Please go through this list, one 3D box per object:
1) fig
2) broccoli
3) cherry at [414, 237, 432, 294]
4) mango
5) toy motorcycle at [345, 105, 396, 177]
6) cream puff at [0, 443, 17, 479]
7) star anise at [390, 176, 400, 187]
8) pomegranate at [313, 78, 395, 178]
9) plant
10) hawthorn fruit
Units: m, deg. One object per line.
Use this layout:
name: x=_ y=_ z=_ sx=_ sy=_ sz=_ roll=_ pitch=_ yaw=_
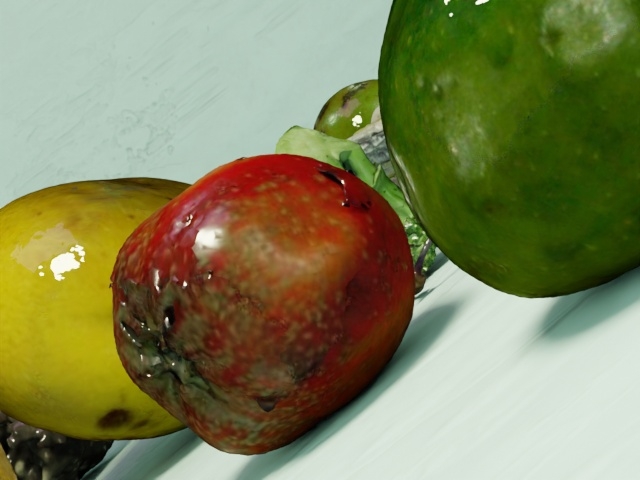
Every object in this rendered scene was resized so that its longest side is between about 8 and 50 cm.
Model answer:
fig: x=0.105 y=-0.101 z=0.789 sx=0.195 sy=0.245 sz=0.195 roll=-22 pitch=6 yaw=2
broccoli: x=0.000 y=0.000 z=1.307 sx=0.195 sy=0.195 sz=0.156 roll=-43 pitch=-36 yaw=-52
cherry: x=0.124 y=-0.053 z=1.234 sx=0.225 sy=0.090 sz=0.107 roll=-47 pitch=16 yaw=-2
mango: x=-0.182 y=0.049 z=1.516 sx=0.301 sy=0.221 sz=0.445 roll=-4 pitch=7 yaw=-5
toy motorcycle: x=0.162 y=-0.135 z=1.585 sx=0.340 sy=0.108 sz=0.223 roll=-27 pitch=-3 yaw=15
cream puff: x=-0.396 y=0.188 z=1.326 sx=0.231 sy=0.327 sz=0.343 roll=-36 pitch=35 yaw=6
star anise: x=0.015 y=0.005 z=1.665 sx=0.197 sy=0.073 sz=0.212 roll=-36 pitch=2 yaw=9
pomegranate: x=0.049 y=-0.081 z=1.834 sx=0.220 sy=0.156 sz=0.156 roll=-51 pitch=7 yaw=-15
plant: x=-0.332 y=0.204 z=1.751 sx=0.178 sy=0.204 sz=0.234 roll=-47 pitch=-12 yaw=29
hawthorn fruit: x=-0.020 y=0.027 z=1.056 sx=0.181 sy=0.181 sz=0.235 roll=-36 pitch=-5 yaw=42
